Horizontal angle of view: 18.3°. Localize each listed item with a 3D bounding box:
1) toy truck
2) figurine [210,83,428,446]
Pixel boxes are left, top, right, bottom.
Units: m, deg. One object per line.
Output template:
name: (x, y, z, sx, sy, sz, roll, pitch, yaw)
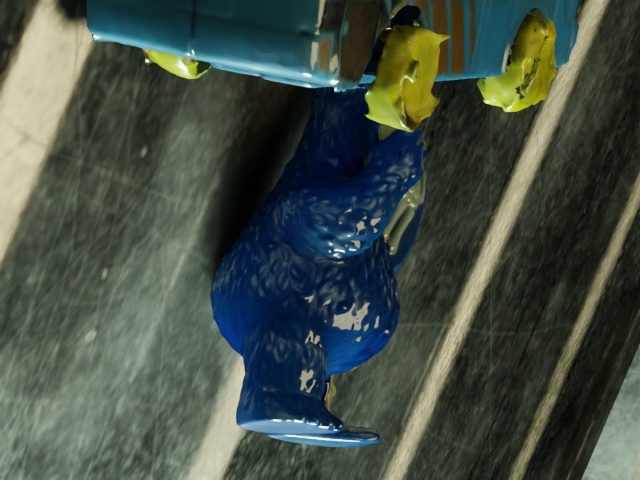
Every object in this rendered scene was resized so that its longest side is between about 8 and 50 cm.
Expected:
toy truck: (0.032, -0.158, 1.088, 0.385, 0.161, 0.162, -12, 113, -63)
figurine: (-0.002, 0.003, 1.241, 0.164, 0.121, 0.262, 82, 20, -63)
